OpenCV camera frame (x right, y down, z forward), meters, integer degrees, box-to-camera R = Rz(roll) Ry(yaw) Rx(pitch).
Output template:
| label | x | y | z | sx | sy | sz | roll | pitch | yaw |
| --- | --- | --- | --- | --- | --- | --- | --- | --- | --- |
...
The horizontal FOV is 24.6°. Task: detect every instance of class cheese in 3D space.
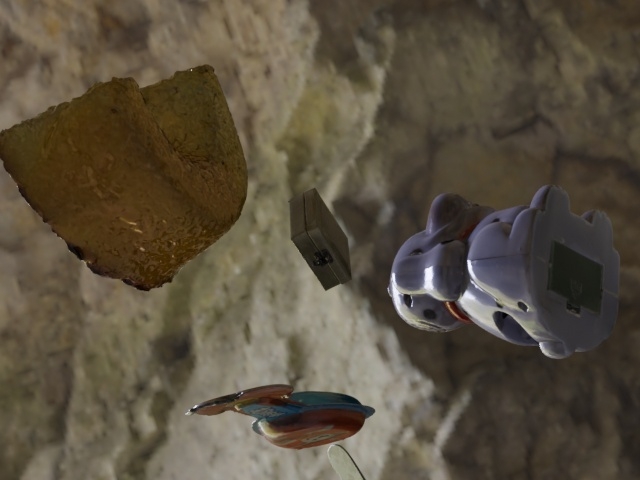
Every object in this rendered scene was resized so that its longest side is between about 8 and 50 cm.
| label | x | y | z | sx | sy | sz | roll | pitch | yaw |
| --- | --- | --- | --- | --- | --- | --- | --- | --- | --- |
| cheese | -0.027 | 0.151 | 1.266 | 0.106 | 0.037 | 0.256 | -19 | -18 | 18 |

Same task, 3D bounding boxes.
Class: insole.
| label | x | y | z | sx | sy | sz | roll | pitch | yaw |
| --- | --- | --- | --- | --- | --- | --- | --- | --- | --- |
| insole | 0.067 | 0.338 | 1.836 | 0.006 | 0.193 | 0.065 | -28 | -11 | -33 |

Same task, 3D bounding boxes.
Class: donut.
| label | x | y | z | sx | sy | sz | roll | pitch | yaw |
| --- | --- | --- | --- | --- | --- | --- | --- | --- | --- |
| donut | -0.124 | -0.046 | 1.096 | 0.101 | 0.152 | 0.259 | -25 | 4 | 17 |

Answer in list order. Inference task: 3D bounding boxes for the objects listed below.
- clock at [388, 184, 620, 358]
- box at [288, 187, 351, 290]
| label | x | y | z | sx | sy | sz | roll | pitch | yaw |
| --- | --- | --- | --- | --- | --- | --- | --- | --- | --- |
| clock | 0.182 | 0.036 | 1.620 | 0.254 | 0.189 | 0.188 | 0 | -3 | 44 |
| box | 0.000 | 0.000 | 1.553 | 0.035 | 0.083 | 0.079 | -25 | -59 | 14 |
